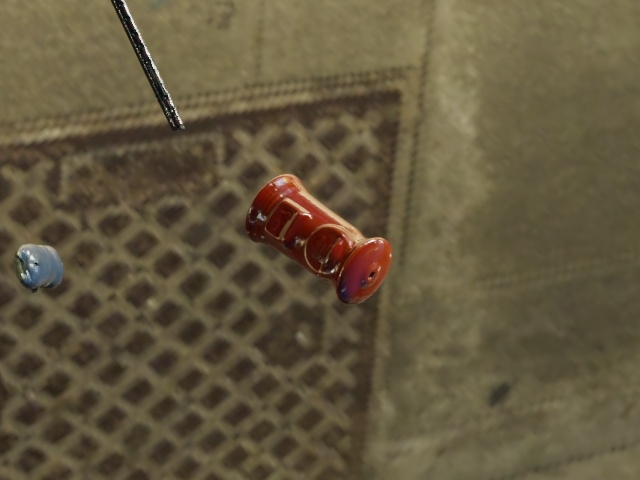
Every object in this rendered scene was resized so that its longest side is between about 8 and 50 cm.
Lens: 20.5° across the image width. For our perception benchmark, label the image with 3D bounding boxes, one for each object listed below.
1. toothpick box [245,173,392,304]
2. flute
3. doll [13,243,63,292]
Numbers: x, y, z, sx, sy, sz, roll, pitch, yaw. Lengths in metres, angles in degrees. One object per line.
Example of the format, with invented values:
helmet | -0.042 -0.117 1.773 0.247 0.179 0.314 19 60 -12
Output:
toothpick box | 0.000 0.000 1.031 0.047 0.083 0.047 -34 142 -31
flute | -0.177 -0.214 1.507 0.014 0.014 0.270 -24 88 -16
doll | -0.223 0.021 1.386 0.027 0.125 0.037 -9 88 2
